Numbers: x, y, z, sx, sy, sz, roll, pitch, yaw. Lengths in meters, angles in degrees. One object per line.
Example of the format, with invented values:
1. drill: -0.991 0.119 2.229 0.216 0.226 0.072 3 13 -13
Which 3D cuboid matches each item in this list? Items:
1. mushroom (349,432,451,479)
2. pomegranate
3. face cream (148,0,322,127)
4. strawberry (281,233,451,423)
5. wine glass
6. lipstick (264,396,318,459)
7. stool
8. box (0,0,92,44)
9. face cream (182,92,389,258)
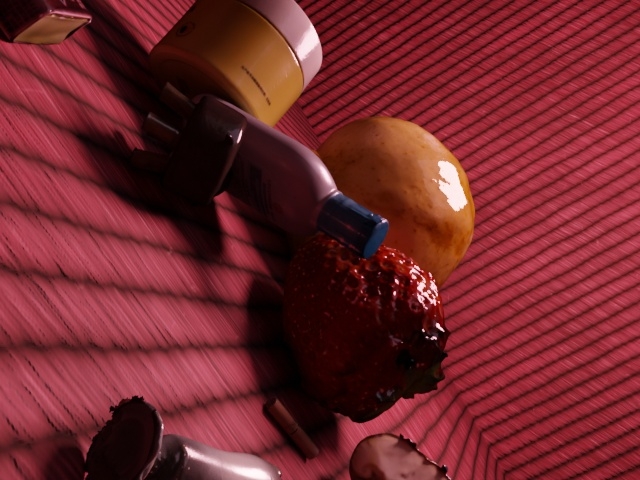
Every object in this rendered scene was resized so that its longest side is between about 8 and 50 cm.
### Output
1. mushroom: 0.109 0.384 0.686 0.151 0.156 0.285 89 -14 -45
2. pomegranate: 0.094 -0.061 1.135 0.410 0.410 0.410 57 10 -16
3. face cream: -0.135 -0.283 0.939 0.218 0.179 0.218 30 -20 12
4. strawberry: 0.051 0.110 0.861 0.288 0.239 0.250 56 -23 25
5. wine glass: -0.092 0.173 0.420 0.155 0.072 0.072 49 15 -43
6. lipstick: -0.033 0.224 0.692 0.094 0.019 0.019 55 11 -22
7. stool: -0.162 -0.109 0.733 0.121 0.125 0.217 23 -14 -13
8. box: -0.344 -0.316 0.603 0.224 0.069 0.120 59 10 -13
9. face cream: -0.056 -0.084 0.832 0.337 0.080 0.163 32 -30 24
